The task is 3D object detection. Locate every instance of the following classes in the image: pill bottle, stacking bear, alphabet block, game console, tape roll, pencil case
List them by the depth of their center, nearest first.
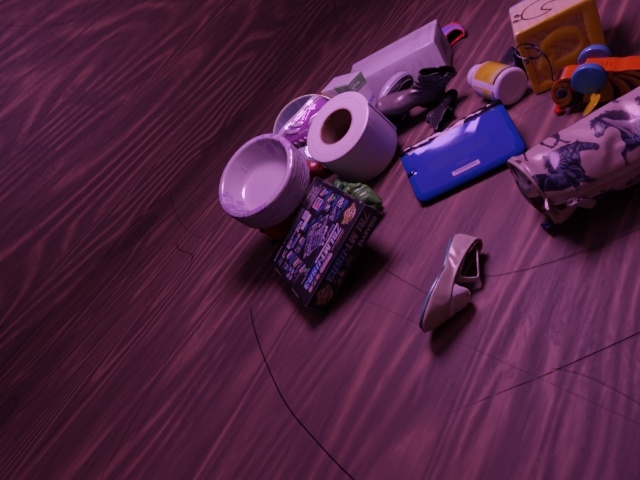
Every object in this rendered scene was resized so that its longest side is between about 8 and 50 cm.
[{"bbox_3d":[0.575,-0.177,0.834,0.410,0.160,0.184,-29,42,18],"label":"pencil case"},{"bbox_3d":[0.635,-0.554,1.223,0.192,0.193,0.197,-21,36,32],"label":"alphabet block"},{"bbox_3d":[0.385,-0.243,1.254,0.293,0.173,0.250,-27,64,22],"label":"game console"},{"bbox_3d":[0.510,-0.467,1.332,0.103,0.103,0.184,-36,31,6],"label":"pill bottle"},{"bbox_3d":[0.099,-0.325,1.454,0.246,0.169,0.246,-20,59,36],"label":"tape roll"},{"bbox_3d":[-0.115,-0.135,1.539,0.164,0.175,0.289,-42,27,58],"label":"stacking bear"}]

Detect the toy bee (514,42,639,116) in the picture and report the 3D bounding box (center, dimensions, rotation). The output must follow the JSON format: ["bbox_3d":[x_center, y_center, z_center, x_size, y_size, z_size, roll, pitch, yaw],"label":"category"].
[{"bbox_3d":[0.625,-0.376,1.077,0.195,0.162,0.298,-39,55,-15],"label":"toy bee"}]

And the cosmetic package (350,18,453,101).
[{"bbox_3d":[0.300,-0.662,1.766,0.384,0.156,0.217,-18,37,34],"label":"cosmetic package"}]

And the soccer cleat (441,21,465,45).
[{"bbox_3d":[0.461,-0.790,1.831,0.248,0.083,0.095,-29,37,13],"label":"soccer cleat"}]

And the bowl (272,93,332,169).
[{"bbox_3d":[-0.020,-0.383,1.716,0.289,0.289,0.156,-35,-12,8],"label":"bowl"}]

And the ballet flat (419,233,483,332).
[{"bbox_3d":[0.272,0.083,0.913,0.086,0.086,0.248,-6,44,43],"label":"ballet flat"}]

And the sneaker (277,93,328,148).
[{"bbox_3d":[-0.044,-0.361,1.590,0.282,0.161,0.102,-49,-10,5],"label":"sneaker"}]

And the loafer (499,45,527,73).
[{"bbox_3d":[0.585,-0.526,1.384,0.061,0.062,0.170,-44,19,40],"label":"loafer"}]

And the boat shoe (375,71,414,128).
[{"bbox_3d":[0.258,-0.450,1.595,0.119,0.121,0.335,19,74,47],"label":"boat shoe"}]

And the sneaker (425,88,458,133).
[{"bbox_3d":[0.398,-0.409,1.434,0.170,0.051,0.089,-48,32,-4],"label":"sneaker"}]

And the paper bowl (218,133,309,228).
[{"bbox_3d":[-0.160,-0.170,1.389,0.284,0.148,0.284,-15,61,30],"label":"paper bowl"}]

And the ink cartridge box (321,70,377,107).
[{"bbox_3d":[0.126,-0.501,1.683,0.154,0.212,0.093,9,56,52],"label":"ink cartridge box"}]

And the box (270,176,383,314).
[{"bbox_3d":[0.000,0.000,1.223,0.296,0.073,0.293,-61,33,6],"label":"box"}]

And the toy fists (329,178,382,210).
[{"bbox_3d":[0.070,-0.114,1.361,0.142,0.096,0.279,-47,30,-13],"label":"toy fists"}]

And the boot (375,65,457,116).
[{"bbox_3d":[0.302,-0.490,1.458,0.246,0.161,0.084,-14,71,-8],"label":"boot"}]

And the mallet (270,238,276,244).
[{"bbox_3d":[-0.170,-0.050,1.602,0.062,0.039,0.190,-41,35,5],"label":"mallet"}]
